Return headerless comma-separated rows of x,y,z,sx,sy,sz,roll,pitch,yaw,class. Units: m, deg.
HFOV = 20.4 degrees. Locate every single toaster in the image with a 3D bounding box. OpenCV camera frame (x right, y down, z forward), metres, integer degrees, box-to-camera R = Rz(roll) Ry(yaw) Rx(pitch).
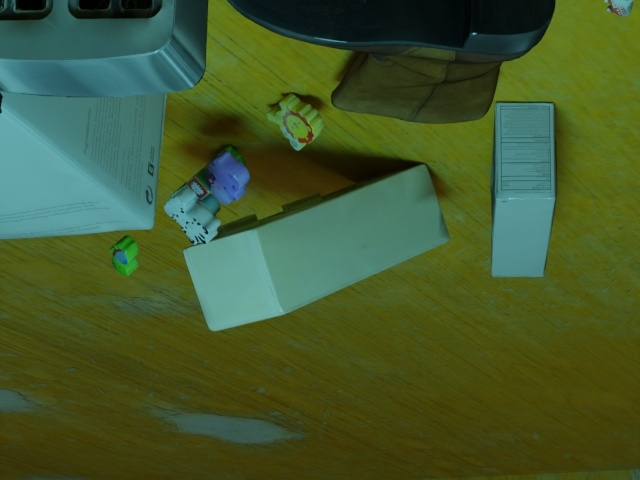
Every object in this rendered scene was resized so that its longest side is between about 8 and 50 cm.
-0.168,-0.183,1.248,0.168,0.186,0.110,1,171,9,toaster

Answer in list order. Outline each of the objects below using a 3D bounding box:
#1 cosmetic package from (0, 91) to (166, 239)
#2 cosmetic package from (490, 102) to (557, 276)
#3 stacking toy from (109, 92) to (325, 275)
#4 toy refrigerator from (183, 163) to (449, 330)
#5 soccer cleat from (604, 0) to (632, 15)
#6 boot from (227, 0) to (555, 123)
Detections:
-0.301,-0.131,1.481,0.217,0.156,0.385,-3,160,17,cosmetic package
0.197,-0.045,1.741,0.060,0.099,0.239,2,162,5,cosmetic package
-0.103,-0.044,1.695,0.052,0.167,0.221,49,150,-5,stacking toy
0.000,0.000,1.743,0.102,0.094,0.269,-15,-175,43,toy refrigerator
0.238,-0.199,1.383,0.035,0.029,0.083,0,157,23,soccer cleat
0.040,-0.169,1.467,0.264,0.096,0.280,-2,170,-8,boot
